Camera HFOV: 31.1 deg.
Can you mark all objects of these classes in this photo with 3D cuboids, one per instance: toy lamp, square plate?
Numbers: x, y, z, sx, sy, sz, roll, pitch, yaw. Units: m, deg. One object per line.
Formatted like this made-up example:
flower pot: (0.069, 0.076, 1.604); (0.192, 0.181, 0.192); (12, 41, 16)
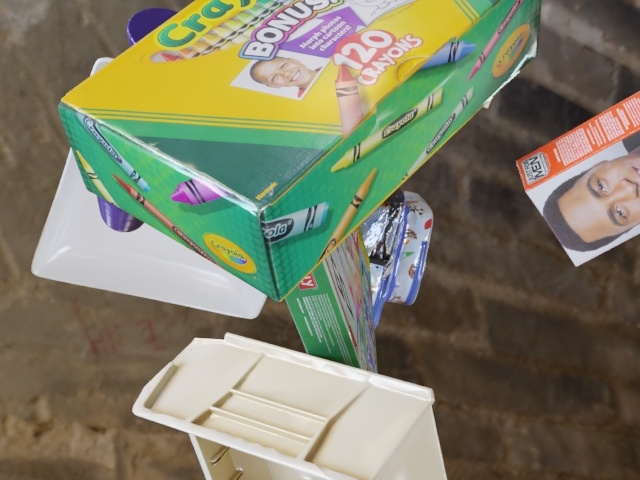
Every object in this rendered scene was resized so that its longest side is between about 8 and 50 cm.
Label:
toy lamp: (-0.183, -0.111, 1.171); (0.080, 0.275, 0.080); (10, -133, -11)
square plate: (-0.194, -0.067, 1.614); (0.347, 0.344, 0.049); (13, -153, -21)

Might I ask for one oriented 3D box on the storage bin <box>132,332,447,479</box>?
storage bin: (-0.014, 0.235, 1.022); (0.260, 0.262, 0.123); (11, -138, 34)

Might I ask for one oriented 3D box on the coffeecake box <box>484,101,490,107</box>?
coffeecake box: (0.103, -0.223, 1.164); (0.185, 0.068, 0.142); (15, 149, 2)

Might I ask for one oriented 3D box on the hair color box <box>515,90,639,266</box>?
hair color box: (0.202, -0.050, 0.716); (0.072, 0.141, 0.043); (50, -160, -27)

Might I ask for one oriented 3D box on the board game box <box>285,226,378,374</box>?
board game box: (0.000, 0.000, 1.045); (0.046, 0.317, 0.214); (-9, -132, 9)

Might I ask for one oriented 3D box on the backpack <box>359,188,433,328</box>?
backpack: (0.063, 0.015, 1.895); (0.213, 0.263, 0.276); (18, -168, -5)

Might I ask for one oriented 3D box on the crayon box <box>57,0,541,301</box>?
crayon box: (-0.003, -0.105, 0.729); (0.165, 0.081, 0.278); (28, -124, 29)
